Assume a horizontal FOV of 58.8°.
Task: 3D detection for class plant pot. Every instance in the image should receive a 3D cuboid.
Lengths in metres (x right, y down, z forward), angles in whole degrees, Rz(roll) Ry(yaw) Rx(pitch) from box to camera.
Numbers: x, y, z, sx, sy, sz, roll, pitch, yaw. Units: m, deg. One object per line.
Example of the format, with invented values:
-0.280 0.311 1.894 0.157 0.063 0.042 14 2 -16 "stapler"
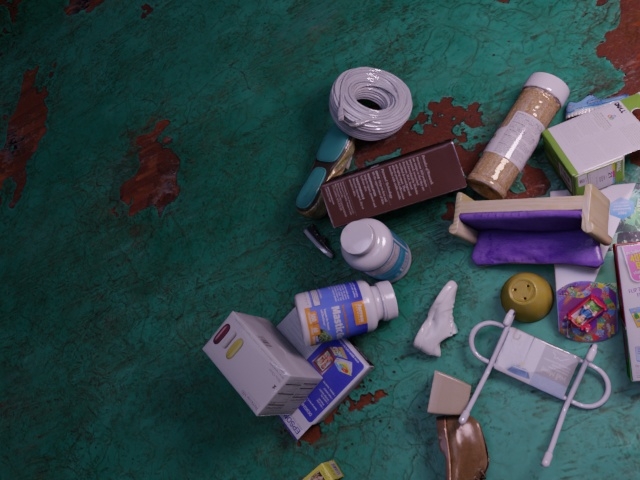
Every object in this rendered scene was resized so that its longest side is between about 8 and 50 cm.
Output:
0.525 0.138 1.460 0.134 0.095 0.134 -8 71 24 "plant pot"
0.337 0.402 1.474 0.096 0.109 0.109 9 79 16 "plant pot"

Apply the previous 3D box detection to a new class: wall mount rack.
0.502 0.346 1.376 0.350 0.130 0.303 23 92 24 "wall mount rack"

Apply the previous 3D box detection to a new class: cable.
0.154 -0.423 1.756 0.258 0.089 0.256 -1 58 -12 "cable"

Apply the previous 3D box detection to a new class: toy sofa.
0.521 -0.029 1.434 0.363 0.150 0.176 0 76 42 "toy sofa"

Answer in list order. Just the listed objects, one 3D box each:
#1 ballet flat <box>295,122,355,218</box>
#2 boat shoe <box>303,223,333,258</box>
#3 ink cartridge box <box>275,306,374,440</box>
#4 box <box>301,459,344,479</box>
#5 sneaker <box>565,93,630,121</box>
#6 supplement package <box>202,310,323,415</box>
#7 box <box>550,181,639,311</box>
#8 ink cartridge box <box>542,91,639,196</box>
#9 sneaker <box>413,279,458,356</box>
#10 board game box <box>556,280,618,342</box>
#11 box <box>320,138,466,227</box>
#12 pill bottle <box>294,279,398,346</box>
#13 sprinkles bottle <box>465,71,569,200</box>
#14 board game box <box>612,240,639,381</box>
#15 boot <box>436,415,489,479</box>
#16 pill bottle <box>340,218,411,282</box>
0.034 -0.224 1.807 0.123 0.123 0.348 21 81 30 "ballet flat"
0.000 0.000 1.793 0.040 0.049 0.142 -48 58 6 "boat shoe"
-0.044 0.372 1.692 0.307 0.072 0.303 -48 61 9 "ink cartridge box"
-0.047 0.707 1.579 0.232 0.087 0.058 -43 63 7 "box"
0.742 -0.370 1.527 0.162 0.063 0.073 -10 67 24 "sneaker"
-0.162 0.347 1.602 0.262 0.204 0.145 41 96 29 "supplement package"
0.709 0.020 1.427 0.233 0.058 0.321 -5 74 25 "box"
0.730 -0.242 1.448 0.256 0.097 0.188 -21 48 11 "ink cartridge box"
0.339 0.216 1.552 0.094 0.080 0.212 26 94 19 "sneaker"
0.643 0.180 1.371 0.133 0.033 0.168 -2 111 25 "board game box"
0.207 -0.164 1.613 0.382 0.191 0.143 -16 99 13 "box"
0.072 0.196 1.596 0.272 0.152 0.152 -13 67 -5 "pill bottle"
0.538 -0.283 1.552 0.121 0.121 0.355 30 84 30 "sprinkles bottle"
0.808 0.151 1.274 0.243 0.064 0.316 -6 89 20 "board game box"
0.366 0.588 1.403 0.115 0.112 0.305 -10 68 13 "boot"
0.149 0.026 1.585 0.146 0.264 0.146 -8 71 24 "pill bottle"
